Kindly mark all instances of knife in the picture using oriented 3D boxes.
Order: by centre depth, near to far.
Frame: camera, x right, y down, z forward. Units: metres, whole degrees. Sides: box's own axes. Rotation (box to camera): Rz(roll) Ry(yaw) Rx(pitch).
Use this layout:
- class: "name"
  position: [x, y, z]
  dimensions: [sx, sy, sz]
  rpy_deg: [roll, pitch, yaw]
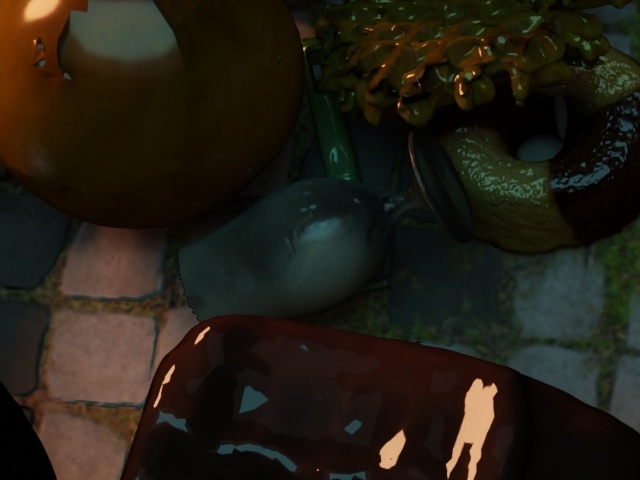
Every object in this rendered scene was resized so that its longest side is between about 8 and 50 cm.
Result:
- class: "knife"
  position: [0.006, -0.057, 1.422]
  dimensions: [0.054, 0.015, 0.212]
  rpy_deg: [-16, 70, 11]

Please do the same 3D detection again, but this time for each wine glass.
- class: "wine glass"
  position: [0.000, 0.000, 1.336]
  dimensions: [0.202, 0.093, 0.093]
  rpy_deg: [-23, 67, 22]

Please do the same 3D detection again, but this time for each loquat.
- class: "loquat"
  position: [-0.129, -0.120, 1.349]
  dimensions: [0.235, 0.235, 0.235]
  rpy_deg: [-3, 70, 8]

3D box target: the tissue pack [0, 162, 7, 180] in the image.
- class: "tissue pack"
  position: [-0.387, -0.173, 1.442]
  dimensions: [0.245, 0.123, 0.332]
  rpy_deg: [-16, 66, -20]

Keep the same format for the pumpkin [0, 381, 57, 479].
- class: "pumpkin"
  position: [-0.337, 0.159, 1.216]
  dimensions: [0.363, 0.363, 0.266]
  rpy_deg: [35, 74, 18]

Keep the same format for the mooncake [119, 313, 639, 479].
- class: "mooncake"
  position: [0.033, 0.153, 1.190]
  dimensions: [0.326, 0.334, 0.174]
  rpy_deg: [-5, 62, 50]

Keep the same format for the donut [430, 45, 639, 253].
- class: "donut"
  position: [0.167, -0.078, 1.375]
  dimensions: [0.184, 0.073, 0.166]
  rpy_deg: [-4, 73, 9]

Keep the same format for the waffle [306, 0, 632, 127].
- class: "waffle"
  position: [0.101, -0.158, 1.364]
  dimensions: [0.228, 0.051, 0.231]
  rpy_deg: [-28, 34, -12]
